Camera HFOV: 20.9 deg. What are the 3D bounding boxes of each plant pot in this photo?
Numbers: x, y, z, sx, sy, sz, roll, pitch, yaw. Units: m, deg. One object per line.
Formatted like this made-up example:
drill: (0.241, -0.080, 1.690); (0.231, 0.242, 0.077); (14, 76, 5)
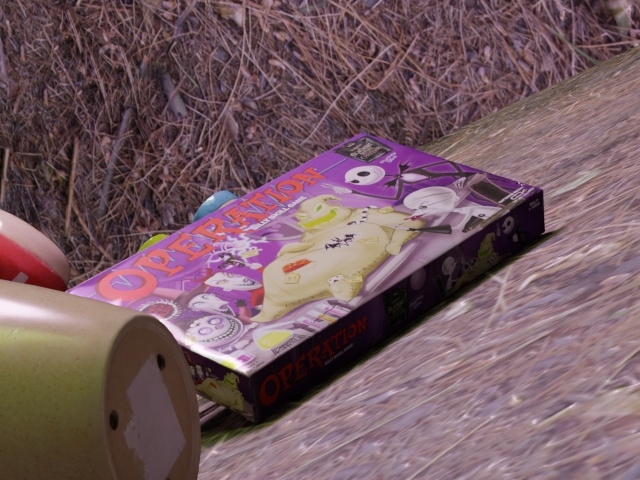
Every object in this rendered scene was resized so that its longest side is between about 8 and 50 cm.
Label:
plant pot: (-0.221, 0.122, 1.046); (0.274, 0.256, 0.256); (-9, 11, 20)

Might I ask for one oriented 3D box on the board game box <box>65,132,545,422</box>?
board game box: (-0.005, 0.016, 1.391); (0.208, 0.056, 0.347); (16, 35, 41)

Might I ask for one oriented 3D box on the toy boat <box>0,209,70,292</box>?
toy boat: (-0.393, 0.063, 1.964); (0.231, 0.151, 0.151); (-24, 37, 44)

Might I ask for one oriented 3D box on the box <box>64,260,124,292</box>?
box: (-0.251, 0.120, 1.760); (0.232, 0.126, 0.149); (-30, 6, -36)

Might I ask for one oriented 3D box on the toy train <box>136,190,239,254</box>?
toy train: (-0.108, 0.047, 1.485); (0.248, 0.143, 0.105); (-31, -37, -39)
